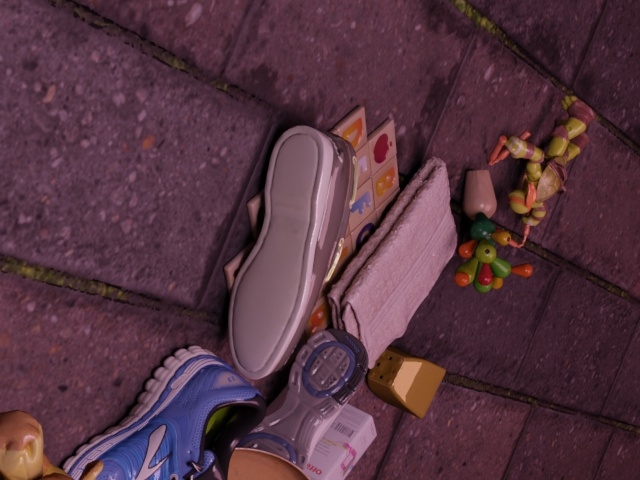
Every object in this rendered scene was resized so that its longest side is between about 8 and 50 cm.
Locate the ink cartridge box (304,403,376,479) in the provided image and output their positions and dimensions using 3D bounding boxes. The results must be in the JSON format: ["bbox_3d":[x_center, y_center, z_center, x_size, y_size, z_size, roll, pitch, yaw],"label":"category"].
[{"bbox_3d":[0.005,0.278,1.977,0.122,0.088,0.052,-49,147,-27],"label":"ink cartridge box"}]

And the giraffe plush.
[{"bbox_3d":[-0.296,0.262,1.451,0.170,0.181,0.210,-35,111,-76],"label":"giraffe plush"}]

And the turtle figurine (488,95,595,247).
[{"bbox_3d":[0.347,-0.119,2.255,0.217,0.087,0.269,-52,146,-24],"label":"turtle figurine"}]

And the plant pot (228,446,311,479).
[{"bbox_3d":[-0.112,0.345,1.777,0.236,0.032,0.236,-4,116,-8],"label":"plant pot"}]

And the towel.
[{"bbox_3d":[0.107,0.037,2.001,0.282,0.049,0.187,-54,152,-27],"label":"towel"}]

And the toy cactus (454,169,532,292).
[{"bbox_3d":[0.244,-0.013,2.136,0.219,0.112,0.180,-9,96,-75],"label":"toy cactus"}]

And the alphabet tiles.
[{"bbox_3d":[0.000,0.000,1.870,0.342,0.011,0.285,-43,141,-35],"label":"alphabet tiles"}]

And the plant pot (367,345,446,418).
[{"bbox_3d":[0.115,0.196,2.111,0.083,0.081,0.081,37,78,-48],"label":"plant pot"}]

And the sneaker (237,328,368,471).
[{"bbox_3d":[-0.042,0.252,1.878,0.297,0.111,0.129,-47,168,-16],"label":"sneaker"}]

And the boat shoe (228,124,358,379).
[{"bbox_3d":[-0.027,0.019,1.725,0.091,0.109,0.305,7,100,-53],"label":"boat shoe"}]

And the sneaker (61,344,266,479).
[{"bbox_3d":[-0.182,0.266,1.627,0.330,0.147,0.129,-51,145,-24],"label":"sneaker"}]
